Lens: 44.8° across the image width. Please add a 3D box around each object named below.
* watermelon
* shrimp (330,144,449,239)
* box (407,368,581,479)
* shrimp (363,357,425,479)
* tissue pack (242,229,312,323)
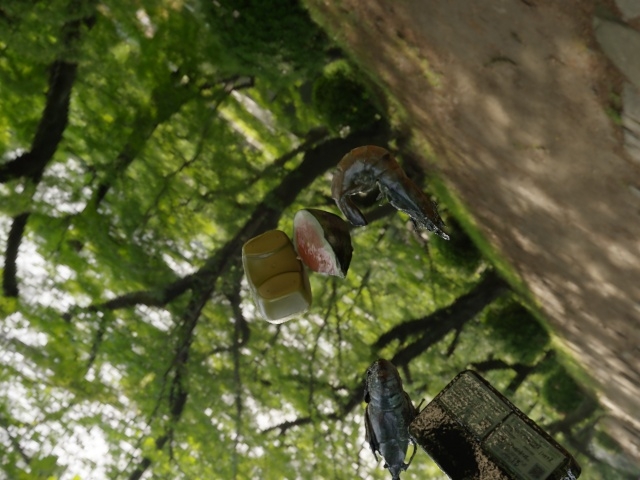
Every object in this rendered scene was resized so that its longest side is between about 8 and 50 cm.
[{"bbox_3d":[-0.006,0.001,1.430,0.063,0.119,0.245,3,-170,-26],"label":"watermelon"},{"bbox_3d":[0.149,-0.074,1.706,0.296,0.169,0.058,45,-174,-8],"label":"shrimp"},{"bbox_3d":[0.352,0.434,1.623,0.058,0.211,0.350,49,176,-37],"label":"box"},{"bbox_3d":[0.191,0.450,1.888,0.137,0.172,0.372,-116,14,-63],"label":"shrimp"},{"bbox_3d":[-0.087,0.080,1.594,0.127,0.123,0.178,73,176,-56],"label":"tissue pack"}]
